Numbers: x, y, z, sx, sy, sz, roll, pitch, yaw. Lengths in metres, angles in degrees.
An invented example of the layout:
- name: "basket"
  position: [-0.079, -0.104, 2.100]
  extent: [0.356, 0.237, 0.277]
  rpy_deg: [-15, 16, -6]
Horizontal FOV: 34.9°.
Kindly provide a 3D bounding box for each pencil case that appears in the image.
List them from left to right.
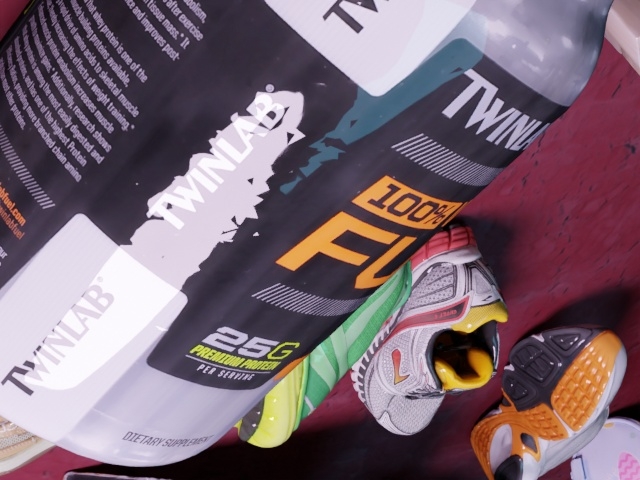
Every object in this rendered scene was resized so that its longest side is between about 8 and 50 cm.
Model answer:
- name: "pencil case"
  position: [0.414, 0.288, 1.261]
  extent: [0.124, 0.113, 0.273]
  rpy_deg: [-4, 163, 37]

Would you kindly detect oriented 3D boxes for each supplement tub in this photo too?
- name: "supplement tub"
  position: [-0.022, -0.067, 0.430]
  extent: [0.194, 0.193, 0.316]
  rpy_deg: [18, 125, -47]

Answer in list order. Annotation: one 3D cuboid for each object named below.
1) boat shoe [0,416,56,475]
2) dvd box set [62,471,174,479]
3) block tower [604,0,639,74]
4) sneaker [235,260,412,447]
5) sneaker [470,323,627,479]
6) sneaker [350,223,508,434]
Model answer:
- name: "boat shoe"
  position: [-0.185, 0.096, 0.647]
  extent: [0.190, 0.068, 0.072]
  rpy_deg: [-10, 130, -40]
- name: "dvd box set"
  position: [-0.093, 0.357, 0.940]
  extent: [0.308, 0.062, 0.420]
  rpy_deg: [7, 136, -8]
- name: "block tower"
  position: [0.303, -0.204, 0.574]
  extent: [0.335, 0.091, 0.097]
  rpy_deg: [-31, 145, 4]
- name: "sneaker"
  position: [0.000, 0.000, 0.634]
  extent: [0.123, 0.109, 0.295]
  rpy_deg: [-32, 152, -46]
- name: "sneaker"
  position: [0.239, 0.149, 0.991]
  extent: [0.121, 0.099, 0.262]
  rpy_deg: [-20, 153, -26]
- name: "sneaker"
  position: [0.084, 0.093, 0.795]
  extent: [0.088, 0.092, 0.225]
  rpy_deg: [-15, 144, -19]
